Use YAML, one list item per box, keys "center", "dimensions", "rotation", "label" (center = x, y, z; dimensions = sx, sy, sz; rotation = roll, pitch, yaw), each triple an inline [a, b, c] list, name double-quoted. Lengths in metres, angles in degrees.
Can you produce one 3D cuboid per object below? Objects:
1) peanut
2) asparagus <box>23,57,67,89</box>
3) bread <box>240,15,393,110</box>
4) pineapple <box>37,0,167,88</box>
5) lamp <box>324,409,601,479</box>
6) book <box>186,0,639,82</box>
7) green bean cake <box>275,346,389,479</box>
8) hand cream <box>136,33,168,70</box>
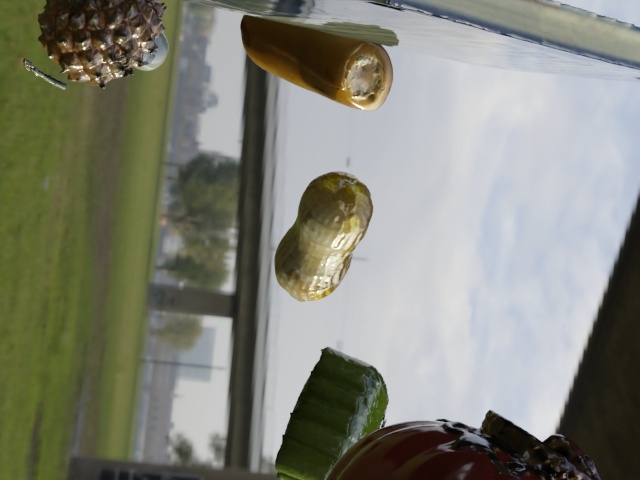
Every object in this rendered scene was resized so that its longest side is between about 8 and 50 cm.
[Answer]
- center: [0.000, 0.000, 1.255]
  dimensions: [0.207, 0.087, 0.087]
  rotation: [115, -19, -52]
  label: "peanut"
- center: [-0.425, -0.255, 1.712]
  dimensions: [0.015, 0.014, 0.114]
  rotation: [-64, 157, -1]
  label: "asparagus"
- center: [-0.012, -0.217, 1.295]
  dimensions: [0.239, 0.074, 0.093]
  rotation: [33, -47, 48]
  label: "bread"
- center: [-0.283, -0.304, 1.507]
  dimensions: [0.193, 0.166, 0.166]
  rotation: [-43, -152, 26]
  label: "pineapple"
- center: [0.105, 0.216, 0.764]
  dimensions: [0.227, 0.226, 0.227]
  rotation: [-173, -90, -82]
  label: "lamp"
- center: [0.090, -0.168, 0.864]
  dimensions: [0.300, 0.428, 0.039]
  rotation: [16, -80, 44]
  label: "book"
- center: [0.021, 0.283, 1.664]
  dimensions: [0.200, 0.113, 0.214]
  rotation: [69, 42, -65]
  label: "green bean cake"
- center: [-0.345, -0.370, 1.907]
  dimensions: [0.124, 0.077, 0.340]
  rotation: [-66, 161, -5]
  label: "hand cream"
